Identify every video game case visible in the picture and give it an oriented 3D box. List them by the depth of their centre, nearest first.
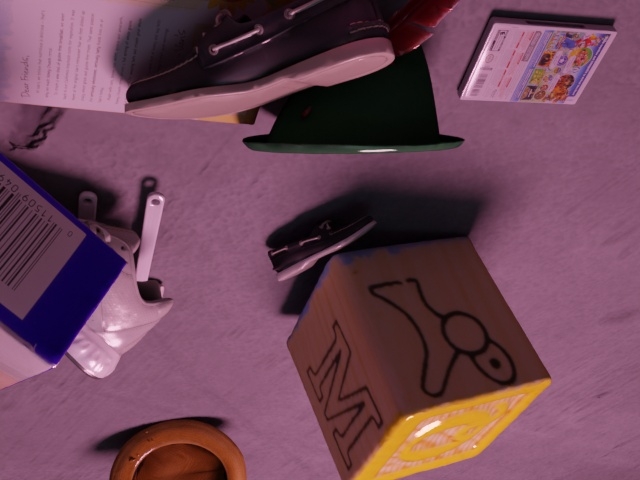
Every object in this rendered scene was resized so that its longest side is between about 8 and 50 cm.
[{"bbox_3d":[0.194,-0.160,0.748,0.122,0.011,0.087,0,141,-16],"label":"video game case"}]

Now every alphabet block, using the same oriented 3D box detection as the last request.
[{"bbox_3d":[0.100,0.135,0.927,0.193,0.197,0.193,-7,145,-25],"label":"alphabet block"}]

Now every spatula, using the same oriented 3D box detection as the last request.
[{"bbox_3d":[-0.239,0.021,0.852,0.168,0.019,0.242,6,139,-15],"label":"spatula"}]

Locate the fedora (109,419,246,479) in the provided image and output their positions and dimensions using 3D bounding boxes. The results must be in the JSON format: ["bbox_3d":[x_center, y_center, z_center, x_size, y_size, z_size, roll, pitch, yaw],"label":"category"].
[{"bbox_3d":[-0.205,0.345,1.204,0.195,0.194,0.079,-8,180,-7],"label":"fedora"}]

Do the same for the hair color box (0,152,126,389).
[{"bbox_3d":[-0.325,0.040,0.645,0.185,0.110,0.339,45,139,-21],"label":"hair color box"}]

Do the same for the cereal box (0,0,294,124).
[{"bbox_3d":[-0.146,-0.169,0.602,0.240,0.047,0.173,3,141,-20],"label":"cereal box"}]

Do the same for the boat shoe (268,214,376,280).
[{"bbox_3d":[0.000,0.000,0.877,0.125,0.038,0.046,-30,173,23],"label":"boat shoe"}]

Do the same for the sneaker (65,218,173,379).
[{"bbox_3d":[-0.239,0.005,0.764,0.121,0.099,0.262,-40,128,-9],"label":"sneaker"}]

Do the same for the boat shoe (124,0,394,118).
[{"bbox_3d":[-0.050,-0.134,0.596,0.206,0.064,0.075,-11,178,19],"label":"boat shoe"}]

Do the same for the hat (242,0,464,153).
[{"bbox_3d":[0.039,-0.167,0.669,0.209,0.173,0.183,0,102,1],"label":"hat"}]
